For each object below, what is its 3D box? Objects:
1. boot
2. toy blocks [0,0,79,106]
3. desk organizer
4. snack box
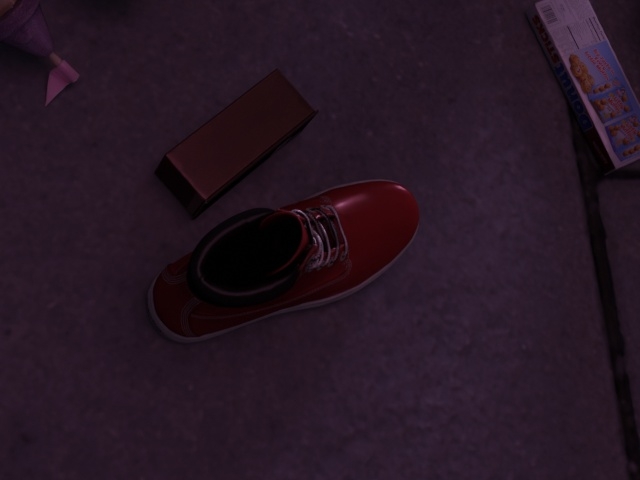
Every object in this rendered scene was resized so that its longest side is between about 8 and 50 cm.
[{"bbox_3d":[0.000,0.000,0.781,0.244,0.176,0.088,-24,84,-26],"label":"boot"},{"bbox_3d":[-0.202,-0.291,0.765,0.288,0.309,0.260,-49,128,-4],"label":"toy blocks"},{"bbox_3d":[-0.068,-0.080,0.845,0.130,0.047,0.050,-42,91,-25],"label":"desk organizer"},{"bbox_3d":[0.265,-0.156,1.010,0.064,0.022,0.178,-23,86,-26],"label":"snack box"}]
